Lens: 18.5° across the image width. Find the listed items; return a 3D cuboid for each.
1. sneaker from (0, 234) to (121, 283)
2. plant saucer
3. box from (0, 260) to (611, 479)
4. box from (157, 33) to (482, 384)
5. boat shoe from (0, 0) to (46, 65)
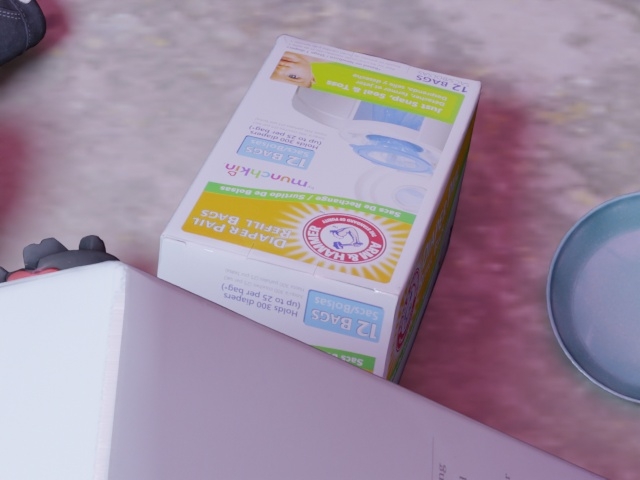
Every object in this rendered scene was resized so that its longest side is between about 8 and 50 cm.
[{"bbox_3d":[-0.183,0.119,0.967,0.276,0.097,0.135,-43,73,-11],"label":"sneaker"},{"bbox_3d":[0.177,0.032,1.027,0.119,0.021,0.119,-1,68,2],"label":"plant saucer"},{"bbox_3d":[-0.050,0.151,0.787,0.215,0.345,0.168,-12,64,35],"label":"box"},{"bbox_3d":[0.000,0.000,0.952,0.114,0.103,0.203,15,35,8],"label":"box"},{"bbox_3d":[-0.234,-0.176,1.098,0.076,0.080,0.228,-24,55,-37],"label":"boat shoe"}]
